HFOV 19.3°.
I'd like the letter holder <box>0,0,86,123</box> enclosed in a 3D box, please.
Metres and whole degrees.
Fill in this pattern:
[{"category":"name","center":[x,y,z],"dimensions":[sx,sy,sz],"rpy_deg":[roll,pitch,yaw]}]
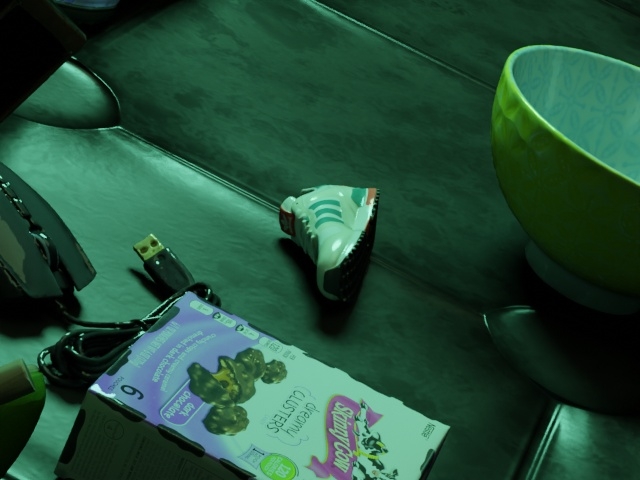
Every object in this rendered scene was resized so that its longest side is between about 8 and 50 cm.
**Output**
[{"category":"letter holder","center":[-0.358,-0.189,1.437],"dimensions":[0.302,0.214,0.152],"rpy_deg":[46,2,41]}]

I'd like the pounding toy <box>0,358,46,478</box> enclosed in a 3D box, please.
[{"category":"pounding toy","center":[-0.216,0.135,0.939],"dimensions":[0.183,0.110,0.237],"rpy_deg":[-15,-3,-10]}]

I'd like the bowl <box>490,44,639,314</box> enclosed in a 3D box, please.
[{"category":"bowl","center":[0.260,-0.031,1.620],"dimensions":[0.289,0.156,0.289],"rpy_deg":[19,26,-10]}]

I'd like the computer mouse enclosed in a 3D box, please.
[{"category":"computer mouse","center":[-0.184,-0.007,1.306],"dimensions":[0.262,0.060,0.184],"rpy_deg":[39,30,28]}]

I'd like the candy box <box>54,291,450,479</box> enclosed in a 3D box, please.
[{"category":"candy box","center":[-0.037,0.130,1.159],"dimensions":[0.196,0.070,0.165],"rpy_deg":[27,26,7]}]

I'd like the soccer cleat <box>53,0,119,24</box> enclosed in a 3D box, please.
[{"category":"soccer cleat","center":[-0.194,-0.284,1.759],"dimensions":[0.108,0.116,0.318],"rpy_deg":[31,26,14]}]

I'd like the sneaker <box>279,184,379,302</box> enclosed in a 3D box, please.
[{"category":"sneaker","center":[0.000,0.000,1.473],"dimensions":[0.075,0.057,0.161],"rpy_deg":[9,26,7]}]
